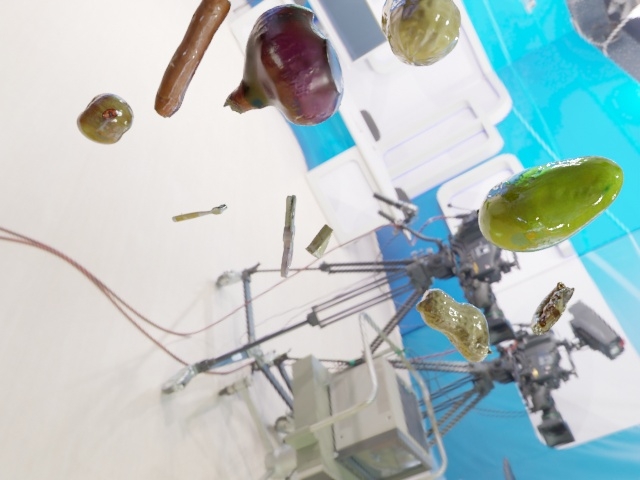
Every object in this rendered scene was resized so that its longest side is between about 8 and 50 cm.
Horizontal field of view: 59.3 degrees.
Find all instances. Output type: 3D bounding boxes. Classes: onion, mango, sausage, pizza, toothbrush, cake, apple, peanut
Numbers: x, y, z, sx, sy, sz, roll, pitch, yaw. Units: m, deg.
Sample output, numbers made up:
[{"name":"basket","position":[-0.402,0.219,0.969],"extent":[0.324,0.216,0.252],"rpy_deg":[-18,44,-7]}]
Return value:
[{"name":"onion","position":[-0.143,-0.540,1.841],"extent":[0.398,0.421,0.398],"rpy_deg":[-20,90,-85]},{"name":"mango","position":[0.444,-0.074,1.113],"extent":[0.149,0.273,0.185],"rpy_deg":[62,-1,-18]},{"name":"sausage","position":[-0.401,-0.565,1.720],"extent":[0.094,0.418,0.094],"rpy_deg":[22,22,-29]},{"name":"pizza","position":[0.748,0.212,1.811],"extent":[0.056,0.271,0.134],"rpy_deg":[45,-28,9]},{"name":"toothbrush","position":[-0.305,-0.066,1.398],"extent":[0.024,0.288,0.021],"rpy_deg":[-34,107,-33]},{"name":"cake","position":[0.000,0.000,1.940],"extent":[0.052,0.121,0.065],"rpy_deg":[28,2,33]},{"name":"apple","position":[-0.495,-0.279,1.301],"extent":[0.102,0.126,0.126],"rpy_deg":[43,25,-30]},{"name":"peanut","position":[0.456,0.270,1.870],"extent":[0.291,0.143,0.159],"rpy_deg":[42,63,-1]},{"name":"peanut","position":[0.183,-0.421,1.081],"extent":[0.147,0.147,0.305],"rpy_deg":[52,19,-32]}]

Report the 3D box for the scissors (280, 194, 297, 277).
[{"name":"scissors","position":[-0.085,-0.017,1.530],"extent":[0.118,0.031,0.242],"rpy_deg":[-76,173,-58]}]
